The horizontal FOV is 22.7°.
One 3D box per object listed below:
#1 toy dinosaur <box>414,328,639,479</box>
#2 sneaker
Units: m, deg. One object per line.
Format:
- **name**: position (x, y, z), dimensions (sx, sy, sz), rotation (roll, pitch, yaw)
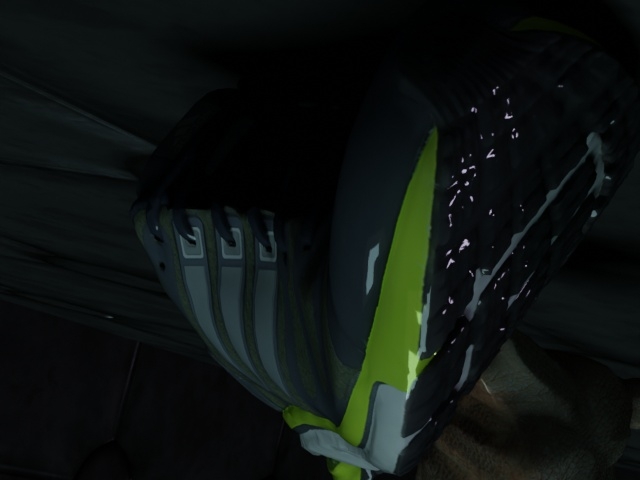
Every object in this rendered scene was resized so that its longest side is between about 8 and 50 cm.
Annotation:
- **toy dinosaur**: position (0.079, 0.104, 0.718), dimensions (0.200, 0.296, 0.127), rotation (13, -144, 27)
- **sneaker**: position (0.000, 0.000, 0.474), dimensions (0.121, 0.111, 0.300), rotation (37, 162, 4)
